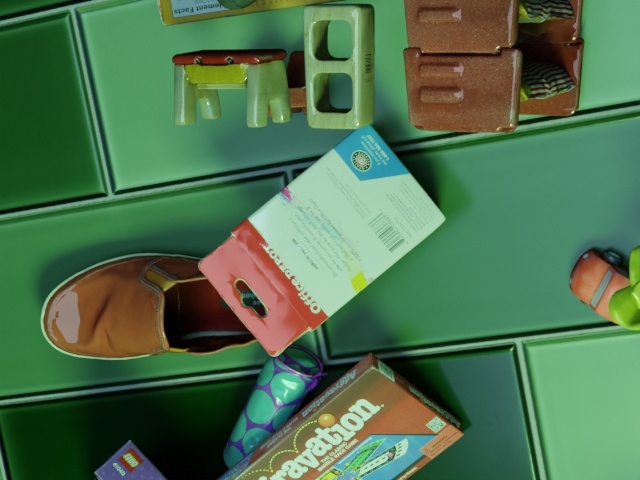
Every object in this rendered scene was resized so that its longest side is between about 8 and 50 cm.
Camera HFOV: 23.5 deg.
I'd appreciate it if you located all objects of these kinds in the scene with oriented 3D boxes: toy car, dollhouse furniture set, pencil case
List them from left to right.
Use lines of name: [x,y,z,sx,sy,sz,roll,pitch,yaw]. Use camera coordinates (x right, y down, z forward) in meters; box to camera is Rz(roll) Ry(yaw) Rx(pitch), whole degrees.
pencil case: [-0.051,0.193,1.712,0.070,0.064,0.151,35,111,31]
dollhouse furniture set: [0.058,-0.196,1.542,0.374,0.201,0.152,3,101,26]
toy car: [0.391,0.080,1.540,0.225,0.053,0.239,-31,88,22]

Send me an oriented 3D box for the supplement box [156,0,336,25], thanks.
supplement box: [-0.056,-0.280,1.626,0.233,0.078,0.080,-3,100,21]

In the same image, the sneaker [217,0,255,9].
sneaker: [0.011,-0.338,1.508,0.162,0.106,0.281,18,71,25]

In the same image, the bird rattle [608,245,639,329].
bird rattle: [0.387,0.108,1.448,0.207,0.143,0.253,-23,92,15]

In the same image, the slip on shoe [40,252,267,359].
slip on shoe: [-0.173,0.078,1.718,0.331,0.101,0.123,-4,100,22]

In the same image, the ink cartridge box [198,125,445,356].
ink cartridge box: [0.000,0.000,1.606,0.231,0.078,0.134,-39,91,-1]

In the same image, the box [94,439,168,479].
box: [-0.138,0.363,1.709,0.057,0.201,0.293,-41,83,-20]

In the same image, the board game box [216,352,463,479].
board game box: [0.005,0.249,1.684,0.145,0.027,0.281,38,113,-25]
